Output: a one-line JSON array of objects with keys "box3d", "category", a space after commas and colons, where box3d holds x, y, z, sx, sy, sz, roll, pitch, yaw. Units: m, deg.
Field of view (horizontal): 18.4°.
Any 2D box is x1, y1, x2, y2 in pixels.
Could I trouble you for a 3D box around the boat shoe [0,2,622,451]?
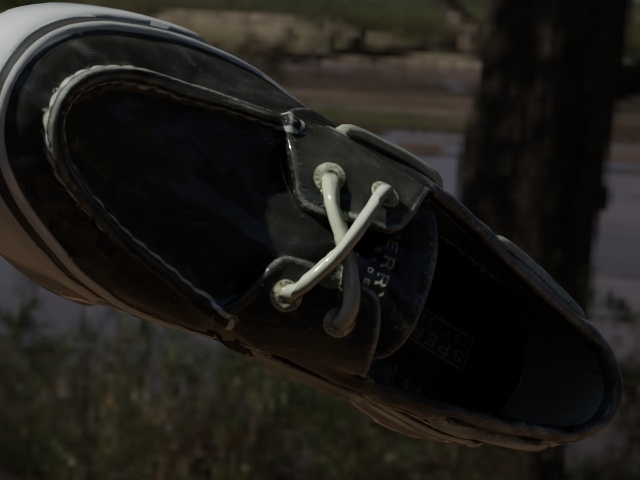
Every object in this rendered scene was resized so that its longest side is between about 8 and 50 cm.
[{"box3d": [0.000, 0.000, 0.528, 0.219, 0.077, 0.070, 28, -12, -39], "category": "boat shoe"}]
